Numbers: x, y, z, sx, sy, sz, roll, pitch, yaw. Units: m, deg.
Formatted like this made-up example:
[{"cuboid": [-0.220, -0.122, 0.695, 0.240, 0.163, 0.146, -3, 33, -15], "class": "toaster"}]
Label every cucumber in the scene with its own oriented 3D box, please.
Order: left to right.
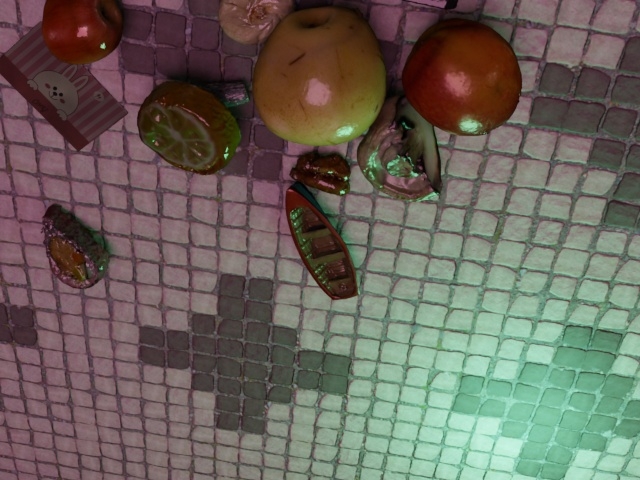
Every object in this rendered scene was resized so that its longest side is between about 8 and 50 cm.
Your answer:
[{"cuboid": [-0.227, -0.354, 1.928, 0.111, 0.064, 0.064, -4, 124, 11], "class": "cucumber"}]

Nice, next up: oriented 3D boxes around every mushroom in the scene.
[{"cuboid": [0.179, -0.222, 1.893, 0.164, 0.190, 0.267, -8, 148, 32], "class": "mushroom"}]

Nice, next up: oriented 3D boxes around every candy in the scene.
[{"cuboid": [-0.320, -0.270, 1.930, 0.259, 0.118, 0.260, 18, 149, 11], "class": "candy"}]

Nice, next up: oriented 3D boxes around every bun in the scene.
[{"cuboid": [-0.145, -0.517, 1.772, 0.188, 0.111, 0.164, -11, 120, 19], "class": "bun"}]

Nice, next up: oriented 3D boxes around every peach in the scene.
[{"cuboid": [0.316, -0.350, 1.736, 0.280, 0.238, 0.281, 17, 143, 13], "class": "peach"}]

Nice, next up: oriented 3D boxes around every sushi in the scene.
[{"cuboid": [-0.711, 0.029, 2.242, 0.241, 0.107, 0.161, 42, 120, -11], "class": "sushi"}]

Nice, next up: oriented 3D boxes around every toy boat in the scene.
[{"cuboid": [0.000, 0.000, 2.132, 0.136, 0.079, 0.392, -14, 122, 20], "class": "toy boat"}]

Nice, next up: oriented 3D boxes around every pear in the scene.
[{"cuboid": [-0.002, -0.359, 1.747, 0.309, 0.309, 0.309, 4, 125, 6], "class": "pear"}]

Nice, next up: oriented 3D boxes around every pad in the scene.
[{"cuboid": [-0.659, -0.382, 2.008, 0.202, 0.005, 0.300, -30, 116, 26], "class": "pad"}]

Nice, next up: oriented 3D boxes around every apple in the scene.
[{"cuboid": [-0.550, -0.493, 1.819, 0.199, 0.199, 0.199, 4, 125, 6], "class": "apple"}]

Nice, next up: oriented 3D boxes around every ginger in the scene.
[{"cuboid": [0.003, -0.174, 2.013, 0.162, 0.073, 0.103, 14, 125, 0], "class": "ginger"}]

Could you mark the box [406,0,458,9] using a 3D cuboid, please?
[{"cuboid": [0.118, -0.566, 1.638, 0.350, 0.211, 0.058, 13, 128, 0], "class": "box"}]
